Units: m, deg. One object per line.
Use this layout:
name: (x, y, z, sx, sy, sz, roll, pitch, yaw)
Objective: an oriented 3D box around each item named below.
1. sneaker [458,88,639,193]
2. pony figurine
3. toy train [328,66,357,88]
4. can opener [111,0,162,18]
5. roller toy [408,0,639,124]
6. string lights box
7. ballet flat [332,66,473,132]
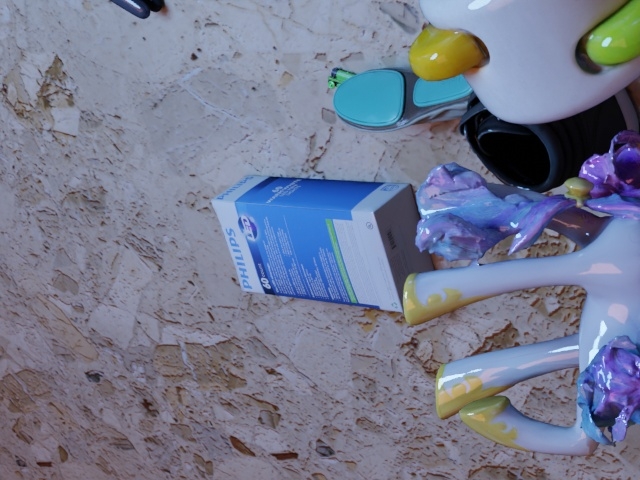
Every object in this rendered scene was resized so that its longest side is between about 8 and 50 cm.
sneaker: (0.168, -0.173, 1.195, 0.295, 0.147, 0.104, 55, 142, -4)
pony figurine: (0.257, 0.024, 1.059, 0.363, 0.303, 0.351, 1, 107, 20)
toy train: (0.042, -0.170, 1.423, 0.083, 0.017, 0.023, 22, 123, 31)
can opener: (-0.271, -0.328, 1.566, 0.186, 0.059, 0.073, 43, 140, 10)
roller toy: (0.182, -0.202, 1.048, 0.209, 0.191, 0.146, -20, 120, 35)
string lights box: (0.000, 0.000, 1.549, 0.260, 0.077, 0.133, 6, 123, 41)
ballet flat: (0.106, -0.144, 1.343, 0.213, 0.068, 0.072, -4, 74, 45)
